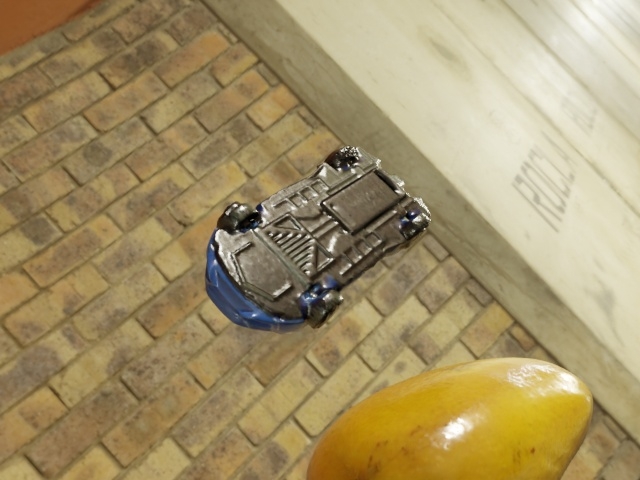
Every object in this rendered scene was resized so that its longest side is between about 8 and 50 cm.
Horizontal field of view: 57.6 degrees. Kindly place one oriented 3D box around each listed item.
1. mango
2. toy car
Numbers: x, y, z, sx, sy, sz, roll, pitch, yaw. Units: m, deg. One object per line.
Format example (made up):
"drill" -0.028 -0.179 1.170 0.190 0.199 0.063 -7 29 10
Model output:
"mango" 0.092 0.139 0.382 0.219 0.112 0.145 -15 -11 -29
"toy car" 0.000 0.000 0.444 0.216 0.103 0.063 -35 -14 -41
